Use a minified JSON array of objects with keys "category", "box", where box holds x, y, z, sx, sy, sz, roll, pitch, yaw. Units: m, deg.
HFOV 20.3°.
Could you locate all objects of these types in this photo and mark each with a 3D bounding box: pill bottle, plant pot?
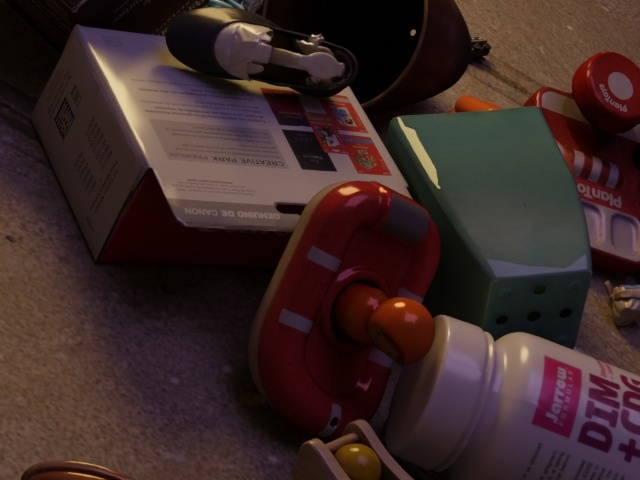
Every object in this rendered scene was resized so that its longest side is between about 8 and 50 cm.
[{"category":"pill bottle","box":[0.213,0.178,1.617,0.283,0.160,0.160,21,34,-11]},{"category":"plant pot","box":[0.171,0.004,1.781,0.165,0.165,0.234,-5,39,-15]},{"category":"plant pot","box":[0.081,-0.243,2.101,0.215,0.215,0.230,50,20,23]}]

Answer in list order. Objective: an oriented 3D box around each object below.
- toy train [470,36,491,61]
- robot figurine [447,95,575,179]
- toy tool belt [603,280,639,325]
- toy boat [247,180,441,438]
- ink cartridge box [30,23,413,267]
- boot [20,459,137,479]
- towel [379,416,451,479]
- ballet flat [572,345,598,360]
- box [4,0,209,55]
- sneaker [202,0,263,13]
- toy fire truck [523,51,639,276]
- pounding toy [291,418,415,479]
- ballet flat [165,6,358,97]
[{"category":"toy train","box":[0.170,-0.252,2.340,0.158,0.027,0.036,-8,41,-48]},{"category":"robot figurine","box":[0.201,-0.078,2.007,0.128,0.158,0.219,4,20,-31]},{"category":"toy tool belt","box":[0.365,0.067,2.074,0.083,0.052,0.051,1,54,-44]},{"category":"toy boat","box":[0.042,0.069,1.589,0.151,0.231,0.151,24,0,-39]},{"category":"ink cartridge box","box":[-0.085,-0.062,1.737,0.309,0.130,0.272,3,44,-36]},{"category":"boot","box":[-0.154,0.257,1.318,0.197,0.073,0.152,29,36,-4]},{"category":"towel","box":[0.122,0.187,1.707,0.110,0.027,0.148,39,33,8]},{"category":"ballet flat","box":[0.257,0.152,1.851,0.241,0.091,0.077,29,62,-2]},{"category":"box","box":[-0.227,-0.291,1.797,0.168,0.203,0.167,-43,76,-12]},{"category":"sneaker","box":[-0.129,-0.252,1.965,0.110,0.122,0.283,31,32,-6]},{"category":"toy fire truck","box":[0.369,-0.065,2.181,0.302,0.169,0.254,19,59,-23]},{"category":"pounding toy","box":[0.066,0.269,1.426,0.269,0.154,0.155,47,33,20]},{"category":"ballet flat","box":[-0.049,-0.182,1.726,0.203,0.074,0.074,12,39,-31]}]
